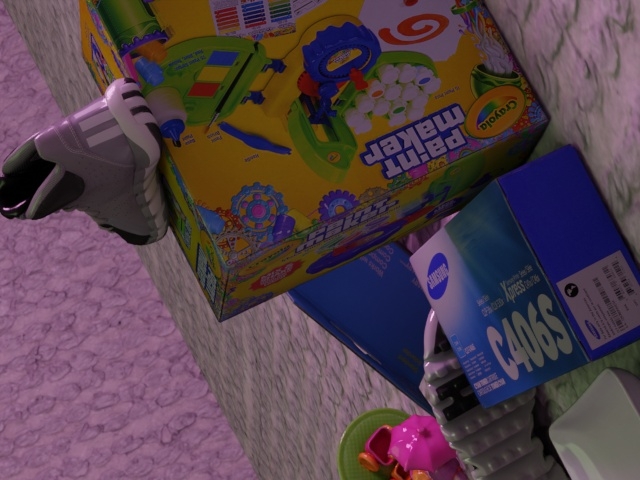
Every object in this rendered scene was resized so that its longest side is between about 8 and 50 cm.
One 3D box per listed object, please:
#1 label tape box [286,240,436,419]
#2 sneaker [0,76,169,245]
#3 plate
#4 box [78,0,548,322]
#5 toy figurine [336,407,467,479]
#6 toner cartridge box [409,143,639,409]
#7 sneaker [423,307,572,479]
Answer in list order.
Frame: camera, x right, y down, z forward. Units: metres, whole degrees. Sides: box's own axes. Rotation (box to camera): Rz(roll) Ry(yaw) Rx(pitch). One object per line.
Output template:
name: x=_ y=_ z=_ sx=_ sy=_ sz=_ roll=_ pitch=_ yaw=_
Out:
label tape box: x=0.018 y=0.015 z=1.956 sx=0.240 sy=0.106 sz=0.333 roll=40 pitch=-176 yaw=-34
sneaker: x=-0.196 y=-0.044 z=1.530 sx=0.086 sy=0.132 sz=0.228 roll=60 pitch=166 yaw=22
plate: x=0.297 y=0.246 z=1.604 sx=0.278 sy=0.045 sz=0.277 roll=61 pitch=169 yaw=13
box: x=-0.014 y=-0.130 z=1.599 sx=0.279 sy=0.290 sz=0.177 roll=63 pitch=167 yaw=13
toy figurine: x=0.120 y=0.266 z=2.252 sx=0.173 sy=0.130 sz=0.159 roll=44 pitch=158 yaw=-5
toner cartridge box: x=0.176 y=0.042 z=1.647 sx=0.165 sy=0.075 sz=0.348 roll=65 pitch=167 yaw=7
sneaker: x=0.167 y=0.177 z=1.890 sx=0.118 sy=0.110 sz=0.292 roll=-126 pitch=15 yaw=-72
